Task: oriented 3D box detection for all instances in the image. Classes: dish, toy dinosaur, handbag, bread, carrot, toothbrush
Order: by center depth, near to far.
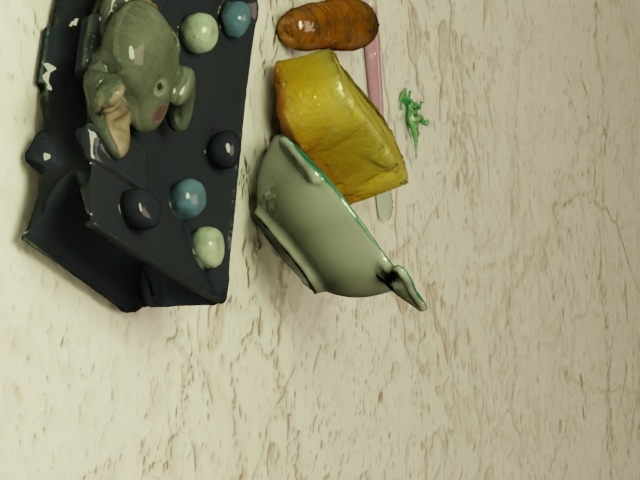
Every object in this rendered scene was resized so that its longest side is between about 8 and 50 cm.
[{"bbox_3d":[-0.145,-0.123,1.493,0.269,0.118,0.326,40,49,-60],"label":"handbag"},{"bbox_3d":[0.000,0.000,1.785,0.078,0.246,0.224,-39,142,-5],"label":"dish"},{"bbox_3d":[0.017,-0.120,1.902,0.245,0.094,0.102,45,28,-62],"label":"bread"},{"bbox_3d":[0.008,-0.235,1.942,0.186,0.060,0.060,-13,100,-62],"label":"carrot"},{"bbox_3d":[0.067,-0.166,2.126,0.025,0.020,0.287,-36,122,-73],"label":"toothbrush"},{"bbox_3d":[0.115,-0.151,2.240,0.062,0.021,0.083,40,48,-52],"label":"toy dinosaur"}]
